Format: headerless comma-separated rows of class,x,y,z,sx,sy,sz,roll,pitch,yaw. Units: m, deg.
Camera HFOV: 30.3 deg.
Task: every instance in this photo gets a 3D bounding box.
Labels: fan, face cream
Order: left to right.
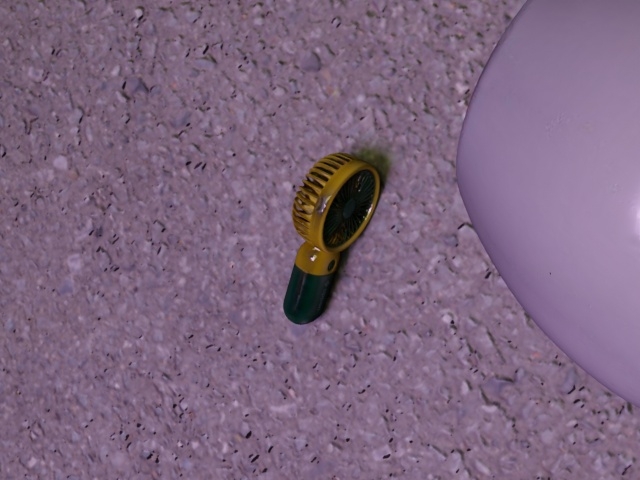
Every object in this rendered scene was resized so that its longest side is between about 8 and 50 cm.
fan,0.000,0.000,0.987,0.039,0.082,0.155,28,113,27
face cream,0.278,-0.028,0.765,0.357,0.219,0.313,38,111,28
